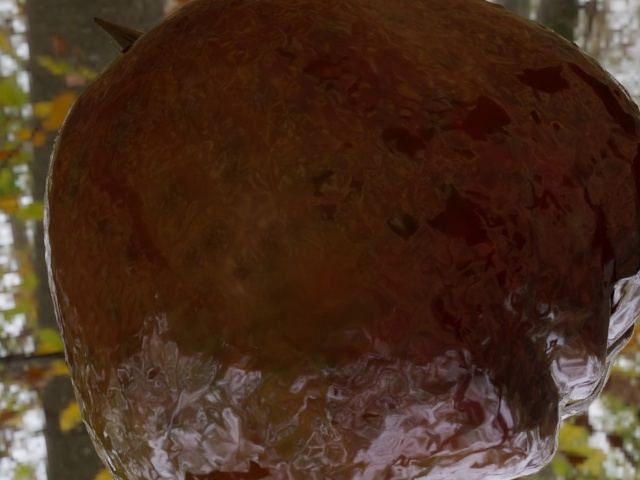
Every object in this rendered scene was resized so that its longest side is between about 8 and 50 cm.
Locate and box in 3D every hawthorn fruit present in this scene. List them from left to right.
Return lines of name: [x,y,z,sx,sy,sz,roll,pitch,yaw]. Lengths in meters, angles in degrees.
hawthorn fruit: [0.000,0.000,0.899,0.402,0.403,0.403,-2,-154,1]
